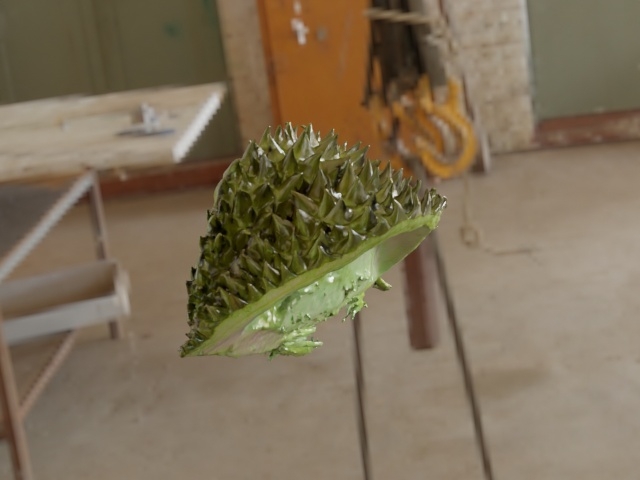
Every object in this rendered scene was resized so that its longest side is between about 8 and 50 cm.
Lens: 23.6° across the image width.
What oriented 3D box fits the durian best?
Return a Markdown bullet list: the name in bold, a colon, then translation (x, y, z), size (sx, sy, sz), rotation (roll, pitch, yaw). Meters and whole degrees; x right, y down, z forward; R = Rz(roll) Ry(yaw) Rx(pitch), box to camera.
- **durian**: translation (0.000, 0.000, 0.711), size (0.086, 0.100, 0.215), rotation (32, 20, 18)
